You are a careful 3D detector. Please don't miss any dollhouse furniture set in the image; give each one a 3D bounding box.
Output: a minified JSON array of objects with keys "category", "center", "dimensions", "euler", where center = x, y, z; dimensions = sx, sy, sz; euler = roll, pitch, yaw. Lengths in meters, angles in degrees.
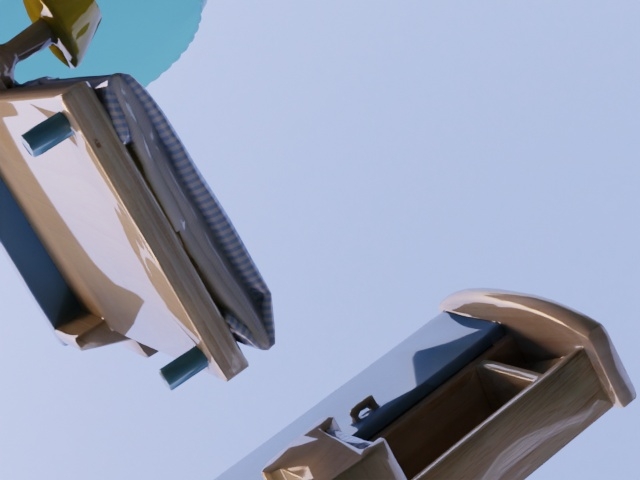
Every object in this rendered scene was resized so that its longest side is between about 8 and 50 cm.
[{"category":"dollhouse furniture set","center":[0.000,0.000,0.546],"dimensions":[0.198,0.303,0.286],"euler":[-35,-162,-21]}]

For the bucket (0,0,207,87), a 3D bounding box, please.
[{"category":"bucket","center":[-0.208,-0.177,0.732],"dimensions":[0.281,0.281,0.183],"euler":[-22,-101,2]}]
